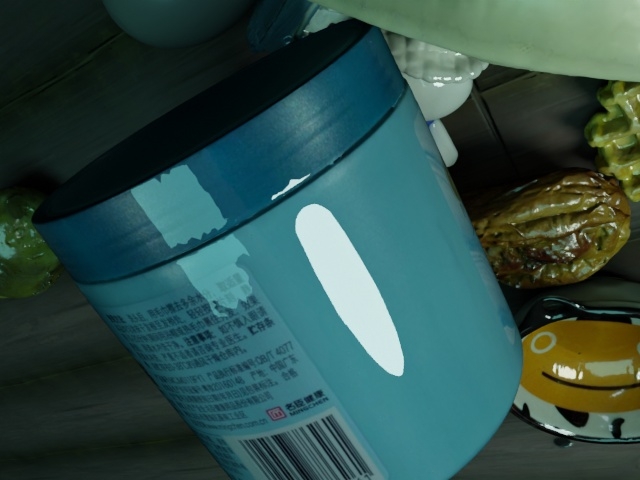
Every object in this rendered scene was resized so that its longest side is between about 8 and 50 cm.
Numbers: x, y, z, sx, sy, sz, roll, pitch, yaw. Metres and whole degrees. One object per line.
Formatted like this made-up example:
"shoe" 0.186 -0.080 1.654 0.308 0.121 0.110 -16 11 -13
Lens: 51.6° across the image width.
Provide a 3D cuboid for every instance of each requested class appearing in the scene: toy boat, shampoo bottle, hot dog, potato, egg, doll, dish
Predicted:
"toy boat" 0.006 -0.269 0.673 0.102 0.088 0.215 6 141 -30
"shampoo bottle" -0.022 0.029 0.619 0.331 0.331 0.343 -16 115 32
"hot dog" 0.227 -0.013 0.755 0.160 0.099 0.227 33 155 -30
"potato" -0.489 0.012 1.059 0.169 0.143 0.248 47 131 -6
"egg" -0.136 -0.274 0.665 0.198 0.146 0.146 -15 122 28
"doll" 0.095 -0.136 0.724 0.138 0.119 0.293 12 139 0
"dish" 0.355 0.133 0.833 0.303 0.120 0.303 9 134 9

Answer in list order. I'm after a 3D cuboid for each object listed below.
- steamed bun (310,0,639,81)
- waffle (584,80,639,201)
"steamed bun" 0.175 -0.288 0.399 0.456 0.290 0.371 9 127 7
"waffle" 0.406 -0.120 0.646 0.253 0.056 0.249 24 134 0
